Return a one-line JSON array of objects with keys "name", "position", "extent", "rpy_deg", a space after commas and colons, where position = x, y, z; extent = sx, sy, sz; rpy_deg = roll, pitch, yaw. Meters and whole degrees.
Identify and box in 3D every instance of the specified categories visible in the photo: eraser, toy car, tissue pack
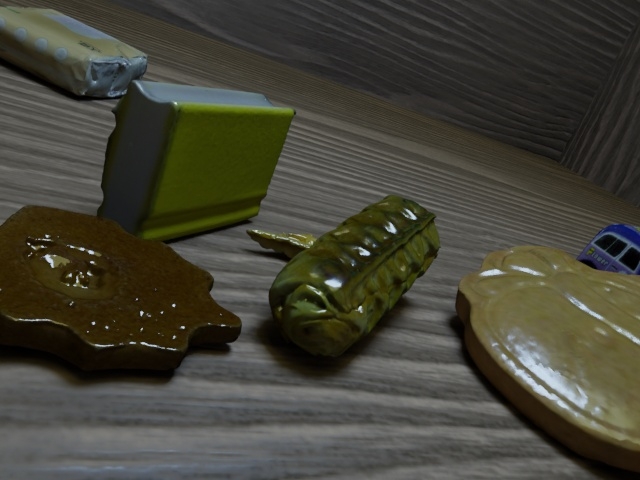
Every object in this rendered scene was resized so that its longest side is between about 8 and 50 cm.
[{"name": "eraser", "position": [-0.131, -0.087, 0.617], "extent": [0.069, 0.158, 0.226], "rpy_deg": [33, 23, 19]}, {"name": "toy car", "position": [0.503, 0.078, 0.858], "extent": [0.172, 0.158, 0.235], "rpy_deg": [19, 24, -12]}, {"name": "tissue pack", "position": [-0.439, -0.327, 0.964], "extent": [0.222, 0.090, 0.186], "rpy_deg": [25, 24, 7]}]

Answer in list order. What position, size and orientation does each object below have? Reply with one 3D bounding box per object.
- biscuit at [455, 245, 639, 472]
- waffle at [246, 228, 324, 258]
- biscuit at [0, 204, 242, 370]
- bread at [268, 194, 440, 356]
[{"name": "biscuit", "position": [0.320, 0.105, 0.647], "extent": [0.312, 0.057, 0.351], "rpy_deg": [29, 36, 26]}, {"name": "waffle", "position": [0.000, 0.000, 0.711], "extent": [0.190, 0.032, 0.125], "rpy_deg": [21, 24, -10]}, {"name": "biscuit", "position": [-0.167, 0.043, 0.448], "extent": [0.215, 0.034, 0.182], "rpy_deg": [22, 22, -8]}, {"name": "bread", "position": [0.043, 0.030, 0.576], "extent": [0.087, 0.098, 0.269], "rpy_deg": [-9, 15, 34]}]
